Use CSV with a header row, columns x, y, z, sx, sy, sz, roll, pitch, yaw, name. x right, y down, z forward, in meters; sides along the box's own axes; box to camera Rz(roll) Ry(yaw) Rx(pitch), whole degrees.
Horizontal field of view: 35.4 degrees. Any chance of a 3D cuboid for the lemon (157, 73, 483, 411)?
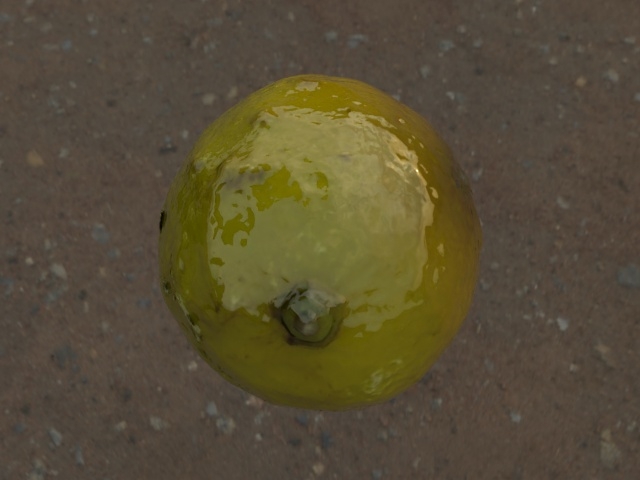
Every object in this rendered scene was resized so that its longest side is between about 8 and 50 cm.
x,y,z,sx,sy,sz,roll,pitch,yaw,name
0.000,-0.001,0.781,0.260,0.260,0.284,-17,38,-9,lemon
